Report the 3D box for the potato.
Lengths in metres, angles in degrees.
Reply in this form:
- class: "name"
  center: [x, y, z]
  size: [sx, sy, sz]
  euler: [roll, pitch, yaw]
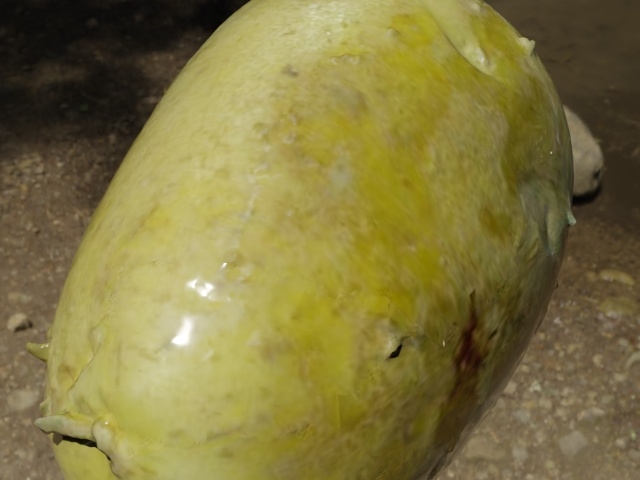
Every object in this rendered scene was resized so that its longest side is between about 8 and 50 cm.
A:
- class: "potato"
  center: [0.006, 0.018, 0.479]
  size: [0.219, 0.270, 0.359]
  euler: [-6, 40, 38]
